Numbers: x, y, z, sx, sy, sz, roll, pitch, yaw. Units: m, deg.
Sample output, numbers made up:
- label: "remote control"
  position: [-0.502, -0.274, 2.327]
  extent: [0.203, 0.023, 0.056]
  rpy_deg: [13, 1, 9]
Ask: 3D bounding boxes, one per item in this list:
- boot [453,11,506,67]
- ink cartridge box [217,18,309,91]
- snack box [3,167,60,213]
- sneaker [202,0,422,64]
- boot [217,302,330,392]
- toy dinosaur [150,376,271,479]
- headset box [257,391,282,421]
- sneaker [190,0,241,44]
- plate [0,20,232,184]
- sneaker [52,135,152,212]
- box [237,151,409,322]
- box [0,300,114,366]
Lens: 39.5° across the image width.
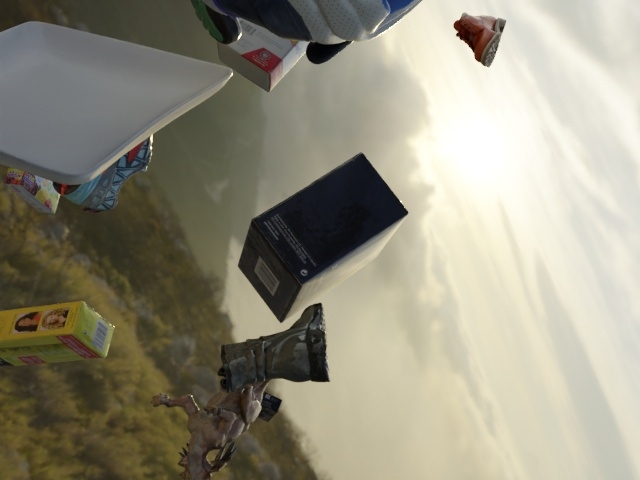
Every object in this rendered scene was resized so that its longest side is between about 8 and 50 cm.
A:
- label: "boot"
  position: [0.257, -0.335, 1.472]
  extent: [0.158, 0.085, 0.059]
  rpy_deg: [-66, 173, -57]
- label: "ink cartridge box"
  position: [-0.095, -0.394, 1.725]
  extent: [0.127, 0.175, 0.072]
  rpy_deg: [35, -22, 12]
- label: "snack box"
  position: [-0.520, -0.121, 1.637]
  extent: [0.141, 0.037, 0.100]
  rpy_deg: [65, 32, -69]
- label: "sneaker"
  position: [0.058, -0.295, 0.760]
  extent: [0.236, 0.322, 0.130]
  rpy_deg: [22, -22, 37]
- label: "boot"
  position: [-0.070, 0.153, 1.318]
  extent: [0.246, 0.161, 0.083]
  rpy_deg: [-93, 177, -80]
- label: "toy dinosaur"
  position: [-0.167, 0.320, 1.596]
  extent: [0.127, 0.296, 0.200]
  rpy_deg: [32, -29, 42]
- label: "headset box"
  position: [-0.121, 0.339, 1.830]
  extent: [0.083, 0.062, 0.032]
  rpy_deg: [-54, -169, 56]
- label: "sneaker"
  position: [-0.147, -0.381, 1.271]
  extent: [0.223, 0.098, 0.083]
  rpy_deg: [60, -20, 20]
- label: "plate"
  position: [-0.272, -0.142, 0.906]
  extent: [0.278, 0.277, 0.045]
  rpy_deg: [-50, 150, -51]
- label: "sneaker"
  position: [-0.317, -0.163, 1.405]
  extent: [0.104, 0.261, 0.125]
  rpy_deg: [20, -16, 35]
- label: "box"
  position: [0.000, 0.000, 1.946]
  extent: [0.182, 0.294, 0.296]
  rpy_deg: [52, -21, 10]
- label: "box"
  position: [-0.431, 0.144, 1.331]
  extent: [0.087, 0.232, 0.058]
  rpy_deg: [56, 34, -49]
